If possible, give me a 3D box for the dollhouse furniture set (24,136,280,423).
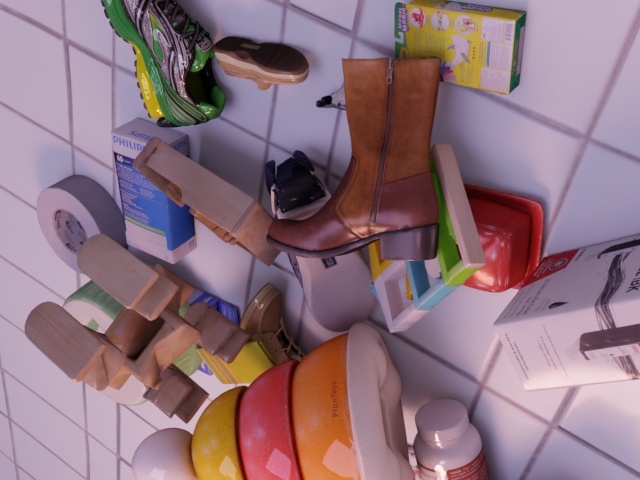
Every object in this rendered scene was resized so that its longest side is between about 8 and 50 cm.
[{"bbox_3d":[-0.284,0.062,1.383,0.256,0.394,0.362,32,172,28],"label":"dollhouse furniture set"}]

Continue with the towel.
[{"bbox_3d":[-0.158,0.241,1.582,0.237,0.021,0.102,-15,114,52],"label":"towel"}]

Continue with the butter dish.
[{"bbox_3d":[0.230,0.014,1.170,0.160,0.118,0.160,17,127,30],"label":"butter dish"}]

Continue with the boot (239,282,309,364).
[{"bbox_3d":[-0.059,0.217,1.550,0.203,0.095,0.262,31,134,20],"label":"boot"}]

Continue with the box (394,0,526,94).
[{"bbox_3d":[0.182,-0.266,1.081,0.179,0.043,0.105,17,128,27],"label":"box"}]

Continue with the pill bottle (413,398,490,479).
[{"bbox_3d":[0.232,0.394,1.415,0.121,0.121,0.216,3,119,37],"label":"pill bottle"}]

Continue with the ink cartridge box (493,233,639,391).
[{"bbox_3d":[0.393,0.083,1.027,0.273,0.197,0.114,-17,106,44],"label":"ink cartridge box"}]

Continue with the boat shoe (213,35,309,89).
[{"bbox_3d":[-0.089,-0.275,1.285,0.190,0.068,0.072,26,144,36],"label":"boat shoe"}]

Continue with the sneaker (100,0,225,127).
[{"bbox_3d":[-0.245,-0.353,1.324,0.146,0.134,0.343,2,128,30],"label":"sneaker"}]

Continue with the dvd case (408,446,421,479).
[{"bbox_3d":[0.211,0.451,1.546,0.087,0.013,0.119,-9,110,42],"label":"dvd case"}]

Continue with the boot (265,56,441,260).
[{"bbox_3d":[0.040,-0.115,1.124,0.264,0.096,0.280,2,98,31],"label":"boot"}]

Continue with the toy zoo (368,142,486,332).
[{"bbox_3d":[0.139,0.014,1.208,0.293,0.030,0.192,129,136,-55],"label":"toy zoo"}]

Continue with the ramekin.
[{"bbox_3d":[-0.410,0.201,1.699,0.303,0.148,0.303,21,128,29],"label":"ramekin"}]

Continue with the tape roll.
[{"bbox_3d":[-0.531,-0.033,1.784,0.219,0.072,0.219,21,129,27],"label":"tape roll"}]

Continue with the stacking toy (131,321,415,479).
[{"bbox_3d":[-0.096,0.342,1.371,0.479,0.350,0.351,-10,114,11],"label":"stacking toy"}]

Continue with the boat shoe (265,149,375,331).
[{"bbox_3d":[0.000,0.000,1.364,0.158,0.127,0.340,-112,4,-46],"label":"boat shoe"}]

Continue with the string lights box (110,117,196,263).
[{"bbox_3d":[-0.325,-0.095,1.574,0.133,0.077,0.260,21,129,26],"label":"string lights box"}]

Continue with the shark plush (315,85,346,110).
[{"bbox_3d":[0.053,-0.201,1.221,0.161,0.073,0.067,-4,144,35],"label":"shark plush"}]

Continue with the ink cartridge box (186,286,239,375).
[{"bbox_3d":[-0.310,0.177,1.754,0.311,0.065,0.186,19,128,26],"label":"ink cartridge box"}]
